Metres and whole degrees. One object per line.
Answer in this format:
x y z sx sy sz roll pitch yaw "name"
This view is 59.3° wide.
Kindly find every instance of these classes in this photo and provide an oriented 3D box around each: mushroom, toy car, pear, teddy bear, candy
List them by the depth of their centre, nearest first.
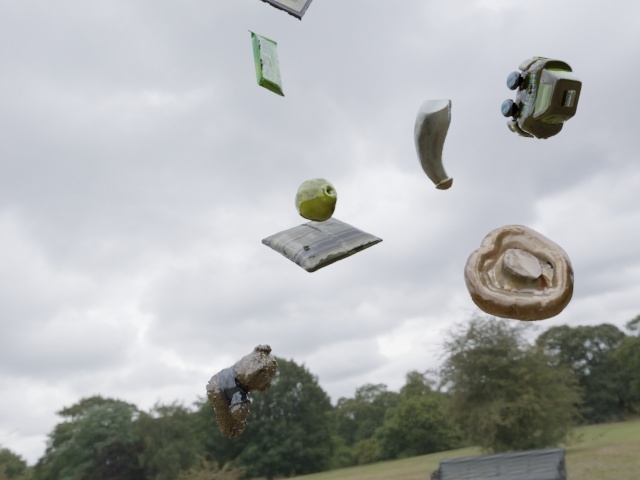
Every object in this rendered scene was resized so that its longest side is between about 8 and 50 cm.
-0.012 -0.077 1.109 0.092 0.092 0.097 4 -36 -34 "pear"
-0.190 0.337 1.272 0.129 0.182 0.251 20 -59 -25 "teddy bear"
0.485 0.081 1.389 0.278 0.278 0.146 -11 -37 1 "mushroom"
-0.143 -0.475 1.506 0.032 0.178 0.102 -21 -21 33 "candy"
0.337 -0.281 1.675 0.118 0.270 0.103 8 28 33 "mushroom"
0.700 -0.434 1.731 0.204 0.247 0.198 1 17 -20 "toy car"

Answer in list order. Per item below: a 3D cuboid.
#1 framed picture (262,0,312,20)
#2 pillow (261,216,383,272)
-0.087 -0.623 1.296 0.199 0.195 0.010 27 -16 3 "framed picture"
0.000 0.000 1.315 0.208 0.052 0.212 -23 29 -29 "pillow"
